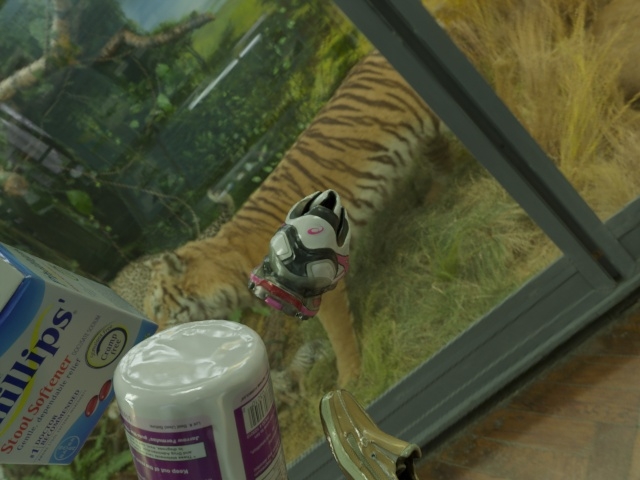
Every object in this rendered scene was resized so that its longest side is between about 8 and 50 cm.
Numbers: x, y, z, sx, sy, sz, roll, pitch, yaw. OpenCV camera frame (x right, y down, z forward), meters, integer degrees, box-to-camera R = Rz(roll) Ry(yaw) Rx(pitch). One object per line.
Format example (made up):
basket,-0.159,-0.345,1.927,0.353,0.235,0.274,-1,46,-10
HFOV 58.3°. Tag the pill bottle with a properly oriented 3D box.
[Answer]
pill bottle,-0.126,0.261,0.676,0.170,0.301,0.169,-6,19,2

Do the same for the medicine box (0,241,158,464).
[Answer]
medicine box,-0.432,0.171,0.838,0.149,0.289,0.263,27,81,27

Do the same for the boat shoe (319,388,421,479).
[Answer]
boat shoe,0.068,0.218,0.561,0.072,0.068,0.190,-45,56,18

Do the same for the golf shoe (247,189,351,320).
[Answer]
golf shoe,0.000,0.000,0.468,0.085,0.068,0.186,-60,2,11
